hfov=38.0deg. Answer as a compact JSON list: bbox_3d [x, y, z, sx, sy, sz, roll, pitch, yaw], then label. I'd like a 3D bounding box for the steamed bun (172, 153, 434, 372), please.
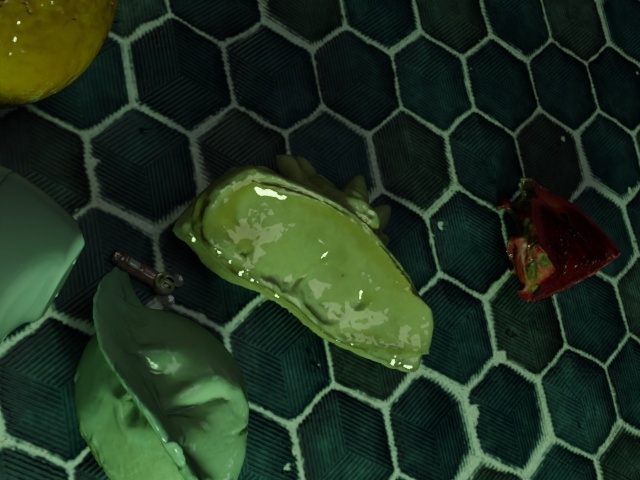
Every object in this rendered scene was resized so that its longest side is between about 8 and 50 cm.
[{"bbox_3d":[0.000,0.000,1.418,0.428,0.189,0.247,30,91,-17],"label":"steamed bun"}]

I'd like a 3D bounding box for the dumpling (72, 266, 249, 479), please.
[{"bbox_3d":[-0.211,0.225,1.199,0.320,0.212,0.270,36,22,0],"label":"dumpling"}]

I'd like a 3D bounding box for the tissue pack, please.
[{"bbox_3d":[-0.451,0.065,1.076,0.236,0.229,0.333,33,53,-10],"label":"tissue pack"}]

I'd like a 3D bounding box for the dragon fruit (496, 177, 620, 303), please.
[{"bbox_3d":[0.394,-0.004,1.666,0.262,0.134,0.211,-3,63,-46],"label":"dragon fruit"}]

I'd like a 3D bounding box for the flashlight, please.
[{"bbox_3d":[-0.248,0.047,1.325,0.110,0.031,0.052,33,61,-17],"label":"flashlight"}]

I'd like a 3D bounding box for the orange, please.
[{"bbox_3d":[-0.431,-0.331,1.192,0.340,0.293,0.341,23,47,-27],"label":"orange"}]
